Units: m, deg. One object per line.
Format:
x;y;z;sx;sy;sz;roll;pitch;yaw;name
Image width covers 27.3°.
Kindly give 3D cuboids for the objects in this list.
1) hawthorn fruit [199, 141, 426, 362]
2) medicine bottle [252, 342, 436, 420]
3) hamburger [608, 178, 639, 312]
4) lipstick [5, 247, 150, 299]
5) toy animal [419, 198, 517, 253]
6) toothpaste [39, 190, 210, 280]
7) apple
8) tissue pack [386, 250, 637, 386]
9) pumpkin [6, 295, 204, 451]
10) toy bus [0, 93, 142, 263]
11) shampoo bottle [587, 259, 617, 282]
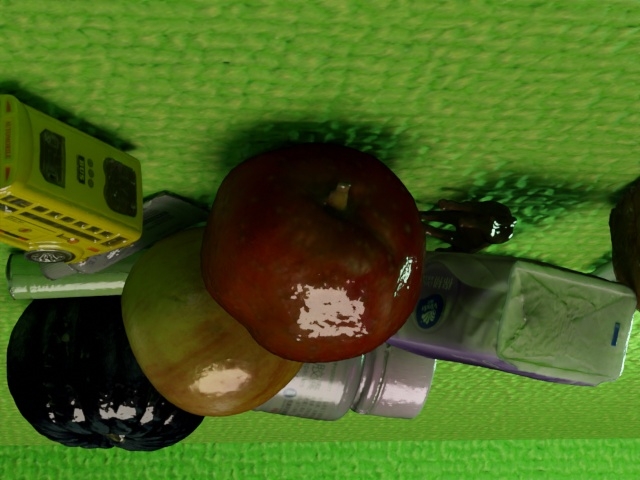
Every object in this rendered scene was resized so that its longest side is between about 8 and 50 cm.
0.000;0.000;1.623;0.287;0.287;0.330;1;155;-10;hawthorn fruit
0.018;0.173;2.131;0.302;0.241;0.241;9;160;-11;medicine bottle
0.508;0.013;1.807;0.132;0.211;0.309;0;161;-21;hamburger
-0.327;0.049;2.019;0.304;0.076;0.076;-3;162;-1;lipstick
0.206;-0.008;1.932;0.224;0.066;0.229;-13;164;42;toy animal
-0.292;-0.004;1.896;0.282;0.068;0.099;-21;-177;29;toothpaste
-0.140;0.109;1.866;0.233;0.286;0.286;-31;154;14;apple
0.246;0.108;1.897;0.242;0.160;0.338;15;174;-30;tissue pack
-0.350;0.214;2.219;0.363;0.266;0.363;2;163;1;pumpkin
-0.350;-0.076;1.516;0.152;0.144;0.330;-12;161;27;toy bus
0.500;0.044;2.151;0.072;0.049;0.212;0;162;-19;shampoo bottle
